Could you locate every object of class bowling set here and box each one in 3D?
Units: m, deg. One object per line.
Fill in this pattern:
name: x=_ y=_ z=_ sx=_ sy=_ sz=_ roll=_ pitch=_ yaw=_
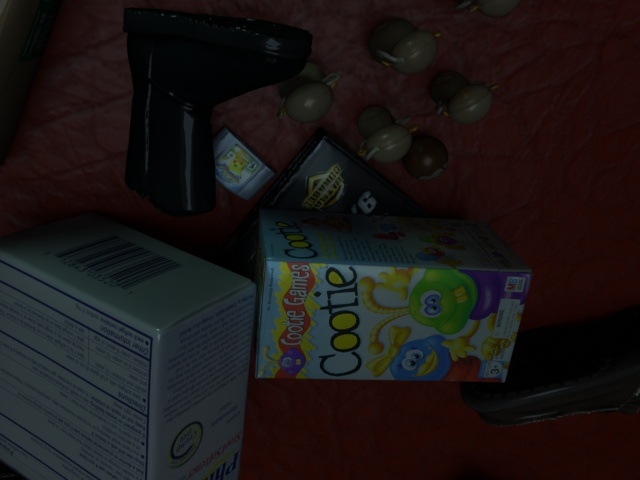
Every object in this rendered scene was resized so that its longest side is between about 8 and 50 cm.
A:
bowling set: x=0.113 y=-0.148 z=0.730 sx=0.287 sy=0.154 sz=0.200 roll=-30 pitch=112 yaw=7

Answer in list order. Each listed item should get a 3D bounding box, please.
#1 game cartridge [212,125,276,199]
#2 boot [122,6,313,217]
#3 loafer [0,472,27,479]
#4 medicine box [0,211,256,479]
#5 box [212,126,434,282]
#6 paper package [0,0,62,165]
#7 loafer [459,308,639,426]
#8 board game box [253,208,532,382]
game cartridge: x=-0.101 y=-0.088 z=0.806 sx=0.056 sy=0.017 sz=0.083 roll=-43 pitch=110 yaw=15
boot: x=-0.113 y=-0.123 z=0.697 sx=0.246 sy=0.094 sz=0.207 roll=19 pitch=116 yaw=34
loafer: x=-0.448 y=0.345 z=0.917 sx=0.220 sy=0.078 sz=0.080 roll=6 pitch=100 yaw=-26
medicine box: x=-0.226 y=0.151 z=0.752 sx=0.264 sy=0.149 sz=0.289 roll=20 pitch=115 yaw=27
box: x=0.000 y=0.000 z=0.834 sx=0.175 sy=0.051 sz=0.220 roll=37 pitch=104 yaw=-19
paper package: x=-0.415 y=-0.245 z=0.626 sx=0.310 sy=0.168 sz=0.324 roll=23 pitch=107 yaw=-16
loafer: x=0.372 y=0.191 z=0.908 sx=0.366 sy=0.134 sz=0.130 roll=-13 pitch=113 yaw=-1
board game box: x=0.066 y=0.061 z=0.761 sx=0.275 sy=0.144 sz=0.142 roll=3 pitch=113 yaw=-9
